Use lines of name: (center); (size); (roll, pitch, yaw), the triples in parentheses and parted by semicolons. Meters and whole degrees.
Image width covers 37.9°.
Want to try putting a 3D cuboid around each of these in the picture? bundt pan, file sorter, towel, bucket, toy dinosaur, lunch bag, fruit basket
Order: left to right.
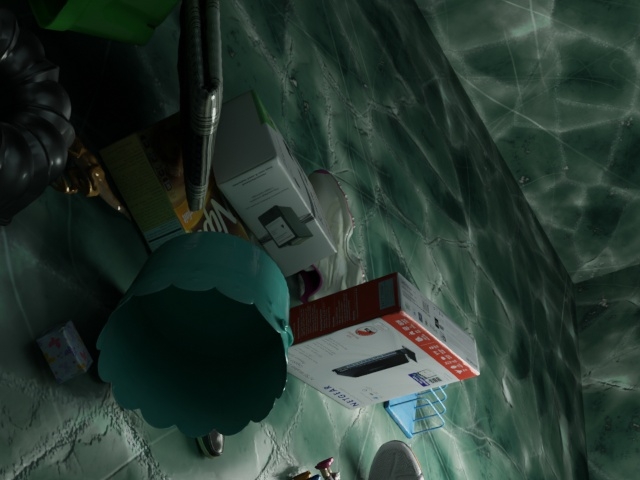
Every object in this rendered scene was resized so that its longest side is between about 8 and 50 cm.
bundt pan: (-0.451, -0.185, 1.225); (0.331, 0.124, 0.331); (44, 35, -43)
fruit basket: (-0.394, -0.472, 1.332); (0.392, 0.283, 0.392); (37, 19, -15)
lunch bag: (-0.346, 0.149, 1.266); (0.083, 0.053, 0.071); (-110, 175, -81)
toy dinosaur: (-0.348, -0.097, 1.427); (0.211, 0.064, 0.112); (59, 27, -21)
towel: (-0.187, -0.255, 1.457); (0.312, 0.056, 0.324); (107, -22, -57)
bucket: (-0.172, 0.133, 1.376); (0.281, 0.281, 0.183); (58, 20, -23)
file sorter: (0.230, 0.350, 2.178); (0.118, 0.104, 0.170); (54, 29, -30)

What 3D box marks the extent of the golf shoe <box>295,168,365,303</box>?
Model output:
golf shoe: (0.000, 0.000, 1.948); (0.140, 0.115, 0.306); (-8, 78, -24)

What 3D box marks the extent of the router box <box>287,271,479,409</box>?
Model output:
router box: (0.101, 0.206, 1.806); (0.335, 0.301, 0.082); (39, 39, -46)

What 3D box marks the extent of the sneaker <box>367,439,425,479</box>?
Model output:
sneaker: (0.192, 0.560, 1.960); (0.180, 0.125, 0.321); (-17, 97, -68)

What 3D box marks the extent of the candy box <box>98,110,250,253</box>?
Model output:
candy box: (-0.231, -0.048, 1.590); (0.316, 0.087, 0.183); (63, 25, -11)

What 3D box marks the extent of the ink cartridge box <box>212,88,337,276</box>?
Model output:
ink cartridge box: (-0.095, -0.103, 1.748); (0.289, 0.121, 0.211); (57, 9, -46)

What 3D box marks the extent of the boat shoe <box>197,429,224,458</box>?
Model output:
boat shoe: (-0.173, 0.274, 1.513); (0.056, 0.049, 0.152); (25, 50, -56)

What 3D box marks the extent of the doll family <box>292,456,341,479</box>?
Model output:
doll family: (-0.006, 0.494, 1.641); (0.163, 0.118, 0.263); (66, 7, 6)
